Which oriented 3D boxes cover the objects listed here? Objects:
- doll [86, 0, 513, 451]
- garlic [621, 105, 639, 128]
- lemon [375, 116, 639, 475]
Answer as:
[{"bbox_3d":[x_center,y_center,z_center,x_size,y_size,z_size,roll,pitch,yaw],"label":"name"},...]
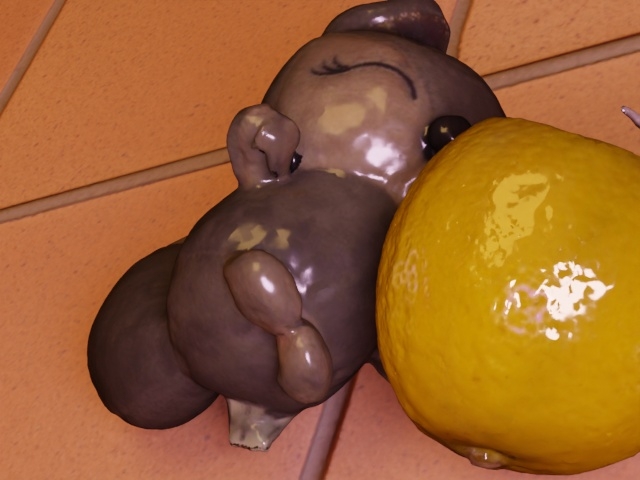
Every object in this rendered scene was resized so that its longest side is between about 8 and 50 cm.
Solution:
[{"bbox_3d":[-0.020,-0.028,1.395,0.379,0.252,0.382,-2,37,44],"label":"doll"},{"bbox_3d":[0.344,-0.014,1.053,0.338,0.196,0.151,-5,27,0],"label":"garlic"},{"bbox_3d":[0.148,0.049,1.157,0.240,0.240,0.219,14,77,50],"label":"lemon"}]
